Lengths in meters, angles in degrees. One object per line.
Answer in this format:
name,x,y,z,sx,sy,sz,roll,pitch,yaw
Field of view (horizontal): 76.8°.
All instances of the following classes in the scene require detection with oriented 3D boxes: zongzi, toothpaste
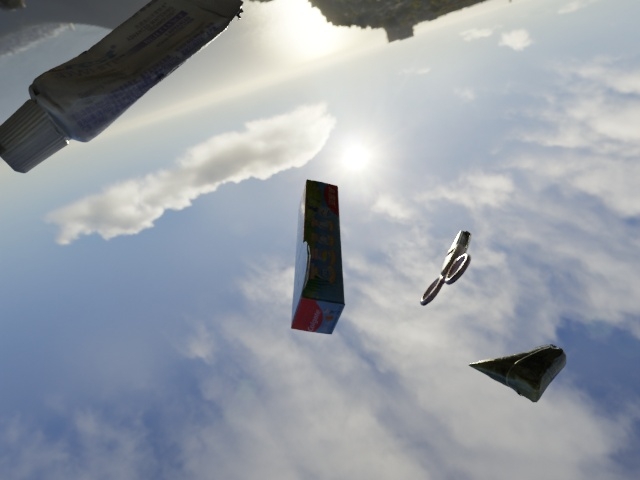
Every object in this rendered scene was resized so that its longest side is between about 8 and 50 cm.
zongzi,0.314,0.193,0.644,0.104,0.052,0.113,-27,-158,-30
toothpaste,0.000,0.000,0.438,0.044,0.070,0.193,11,-140,-10
toothpaste,-0.208,-0.176,0.415,0.282,0.099,0.068,-49,-174,-14

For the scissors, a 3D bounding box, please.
scissors,0.178,0.023,0.533,0.085,0.022,0.176,-54,172,37
